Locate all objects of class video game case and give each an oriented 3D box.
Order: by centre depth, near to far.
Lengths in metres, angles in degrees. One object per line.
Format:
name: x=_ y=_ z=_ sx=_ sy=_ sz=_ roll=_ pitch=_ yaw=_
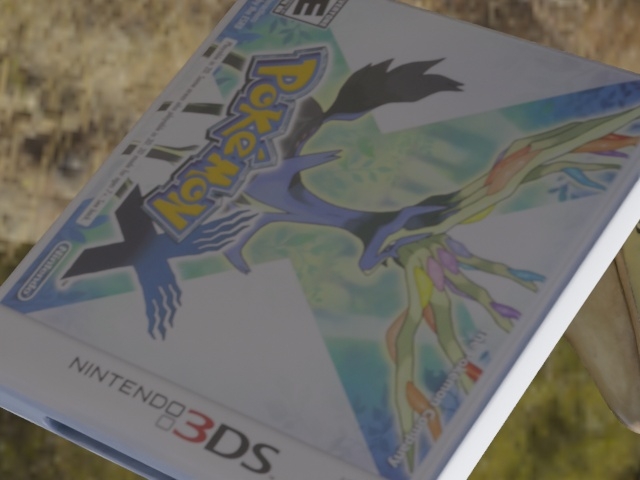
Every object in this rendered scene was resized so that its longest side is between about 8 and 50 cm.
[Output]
video game case: x=0.000 y=0.000 z=1.089 sx=0.300 sy=0.329 sz=0.036 roll=21 pitch=151 yaw=31

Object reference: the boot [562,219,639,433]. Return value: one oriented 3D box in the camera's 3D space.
boot: x=0.068 y=0.036 z=1.180 sx=0.269 sy=0.236 sz=0.089 roll=-17 pitch=159 yaw=15
